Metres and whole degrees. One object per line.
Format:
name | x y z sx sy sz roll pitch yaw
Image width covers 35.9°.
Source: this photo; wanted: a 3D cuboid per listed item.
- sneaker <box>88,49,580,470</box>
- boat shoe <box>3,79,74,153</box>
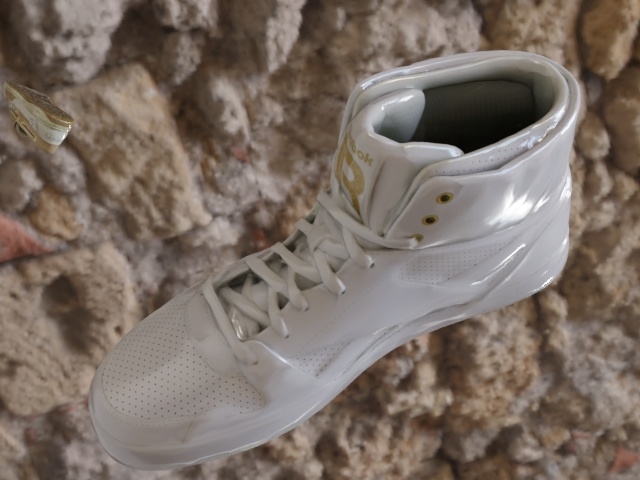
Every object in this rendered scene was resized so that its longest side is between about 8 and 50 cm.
sneaker | 0.000 0.000 0.502 0.108 0.292 0.169 56 -13 32
boat shoe | -0.303 -0.130 1.029 0.135 0.050 0.045 37 -75 49
